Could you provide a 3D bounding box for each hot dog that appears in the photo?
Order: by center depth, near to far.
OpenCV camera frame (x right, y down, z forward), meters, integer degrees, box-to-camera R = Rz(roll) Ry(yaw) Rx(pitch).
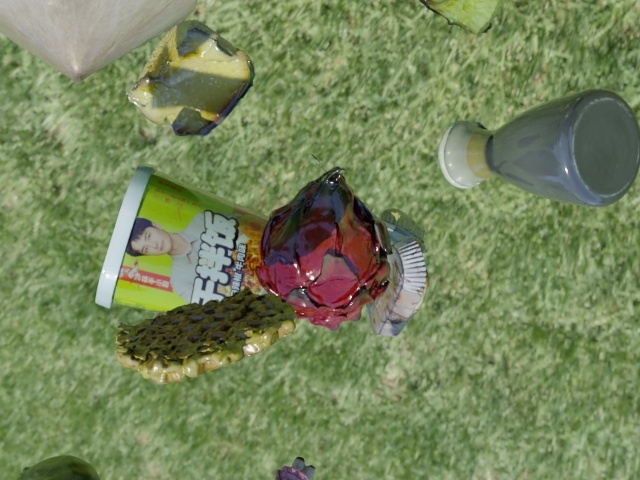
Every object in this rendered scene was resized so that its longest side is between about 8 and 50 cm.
[{"bbox_3d":[0.149,0.089,1.845,0.075,0.144,0.268,-5,152,-14],"label":"hot dog"}]

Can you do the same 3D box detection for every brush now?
[{"bbox_3d":[0.129,-0.044,1.843,0.068,0.060,0.297,6,166,36],"label":"brush"}]

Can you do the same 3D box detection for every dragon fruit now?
[{"bbox_3d":[0.000,0.000,1.534,0.233,0.234,0.293,6,108,21],"label":"dragon fruit"}]

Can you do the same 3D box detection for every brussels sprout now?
[{"bbox_3d":[-0.385,0.398,1.430,0.122,0.151,0.149,-23,141,8],"label":"brussels sprout"}]

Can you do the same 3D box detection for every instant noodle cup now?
[{"bbox_3d":[-0.218,0.027,1.718,0.307,0.294,0.294,17,137,-7],"label":"instant noodle cup"}]

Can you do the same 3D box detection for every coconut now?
[{"bbox_3d":[-0.289,-0.342,1.137,0.328,0.329,0.329,14,135,14],"label":"coconut"}]

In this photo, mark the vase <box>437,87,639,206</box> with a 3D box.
[{"bbox_3d":[0.330,-0.139,1.501,0.173,0.173,0.321,51,157,-23],"label":"vase"}]

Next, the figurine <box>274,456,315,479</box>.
[{"bbox_3d":[-0.057,0.375,1.399,0.072,0.129,0.054,39,143,-1],"label":"figurine"}]

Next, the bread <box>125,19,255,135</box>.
[{"bbox_3d":[-0.231,-0.318,1.754,0.174,0.133,0.251,28,134,-25],"label":"bread"}]

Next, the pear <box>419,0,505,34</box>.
[{"bbox_3d":[0.162,-0.402,1.075,0.238,0.164,0.255,37,155,3],"label":"pear"}]

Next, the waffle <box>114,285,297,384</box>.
[{"bbox_3d":[-0.159,0.126,1.298,0.254,0.245,0.052,14,120,64],"label":"waffle"}]
